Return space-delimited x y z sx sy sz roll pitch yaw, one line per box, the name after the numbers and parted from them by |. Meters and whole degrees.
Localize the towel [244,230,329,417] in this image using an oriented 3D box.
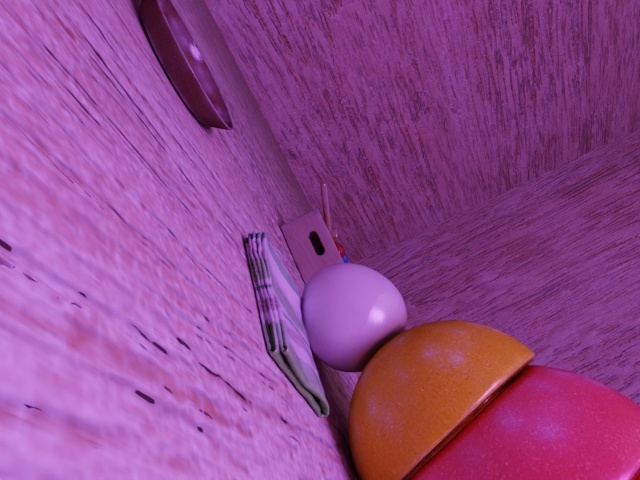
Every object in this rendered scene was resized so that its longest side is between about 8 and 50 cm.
-0.028 0.071 0.444 0.113 0.023 0.152 61 4 -41 | towel

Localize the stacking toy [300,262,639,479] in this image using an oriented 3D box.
0.147 0.198 0.467 0.480 0.351 0.350 46 -7 30 | stacking toy

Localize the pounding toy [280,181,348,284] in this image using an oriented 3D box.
0.000 0.000 0.831 0.130 0.100 0.141 58 7 -72 | pounding toy

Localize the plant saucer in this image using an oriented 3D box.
-0.148 -0.194 0.530 0.168 0.029 0.168 64 3 -7 | plant saucer
